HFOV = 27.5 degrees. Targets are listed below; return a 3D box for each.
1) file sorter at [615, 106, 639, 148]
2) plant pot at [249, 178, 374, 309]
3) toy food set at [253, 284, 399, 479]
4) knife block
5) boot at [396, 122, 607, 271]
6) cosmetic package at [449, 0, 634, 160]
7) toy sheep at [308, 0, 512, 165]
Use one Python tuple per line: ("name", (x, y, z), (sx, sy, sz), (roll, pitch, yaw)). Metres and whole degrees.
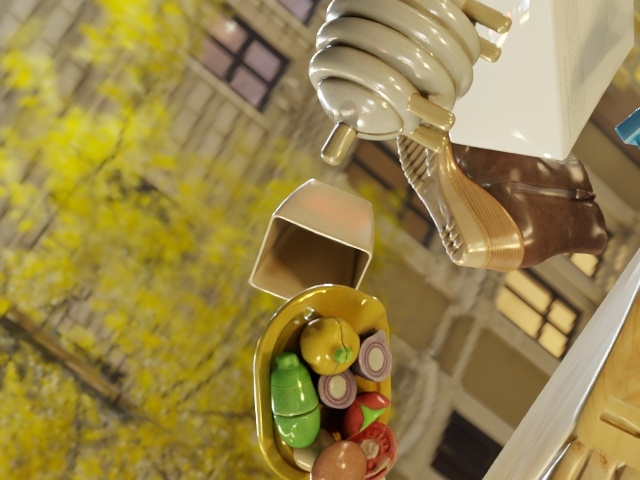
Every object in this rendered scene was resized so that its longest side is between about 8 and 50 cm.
("file sorter", (0.283, -0.055, 0.761), (0.118, 0.170, 0.104), (-44, -121, 33))
("plant pot", (0.000, 0.000, 1.379), (0.096, 0.109, 0.109), (-68, 180, -47))
("toy food set", (0.019, 0.147, 1.068), (0.128, 0.218, 0.071), (-14, -157, -27))
("knife block", (0.120, 0.128, 0.601), (0.276, 0.088, 0.242), (-63, 178, -6))
("boot", (0.205, -0.083, 1.494), (0.090, 0.207, 0.248), (-42, -120, 54))
("cosmetic package", (0.224, -0.243, 1.360), (0.138, 0.224, 0.225), (11, -136, 27))
("toy sheep", (0.039, -0.093, 0.662), (0.091, 0.091, 0.132), (0, -126, 58))
